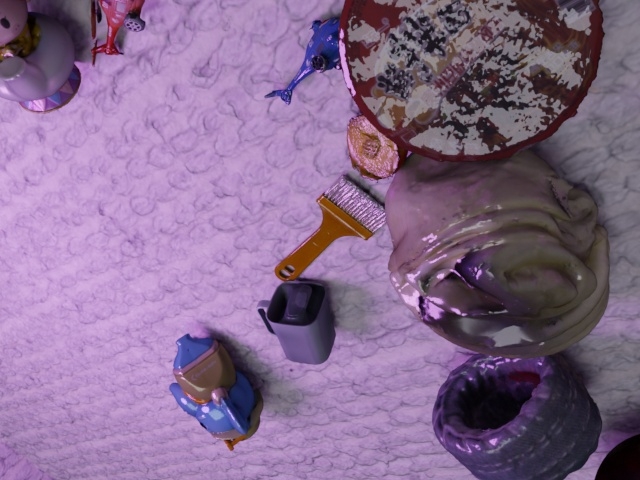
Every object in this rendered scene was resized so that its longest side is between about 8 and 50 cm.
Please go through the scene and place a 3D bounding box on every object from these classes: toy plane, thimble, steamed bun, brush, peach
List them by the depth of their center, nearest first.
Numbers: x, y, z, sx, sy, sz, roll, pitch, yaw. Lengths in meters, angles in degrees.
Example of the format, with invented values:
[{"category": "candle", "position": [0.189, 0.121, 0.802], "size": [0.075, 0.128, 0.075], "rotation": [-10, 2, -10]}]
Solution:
[{"category": "toy plane", "position": [-0.011, -0.227, 0.763], "size": [0.167, 0.054, 0.062], "rotation": [-40, 81, 41]}, {"category": "steamed bun", "position": [0.223, 0.029, 0.775], "size": [0.319, 0.206, 0.275], "rotation": [23, 133, -1]}, {"category": "toy plane", "position": [-0.267, -0.288, 0.786], "size": [0.077, 0.126, 0.194], "rotation": [9, 137, -22]}, {"category": "peach", "position": [0.081, -0.126, 0.792], "size": [0.098, 0.061, 0.098], "rotation": [36, 142, 35]}, {"category": "thimble", "position": [0.313, 0.282, 0.965], "size": [0.236, 0.205, 0.172], "rotation": [-41, 112, 17]}, {"category": "brush", "position": [0.000, 0.000, 0.977], "size": [0.103, 0.013, 0.272], "rotation": [37, 134, -10]}]

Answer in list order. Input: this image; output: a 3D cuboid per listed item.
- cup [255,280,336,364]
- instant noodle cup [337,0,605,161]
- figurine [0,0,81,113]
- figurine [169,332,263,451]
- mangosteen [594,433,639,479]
[{"category": "cup", "position": [-0.045, 0.143, 1.059], "size": [0.128, 0.095, 0.130], "rotation": [3, 136, 19]}, {"category": "instant noodle cup", "position": [0.160, -0.221, 0.658], "size": [0.273, 0.091, 0.274], "rotation": [12, 133, 13]}, {"category": "figurine", "position": [-0.421, -0.286, 0.784], "size": [0.142, 0.190, 0.263], "rotation": [-26, 154, -5]}, {"category": "figurine", "position": [-0.223, 0.310, 1.274], "size": [0.180, 0.153, 0.262], "rotation": [-29, 96, 49]}, {"category": "mangosteen", "position": [0.558, 0.435, 0.917], "size": [0.293, 0.297, 0.297], "rotation": [12, 142, -30]}]
